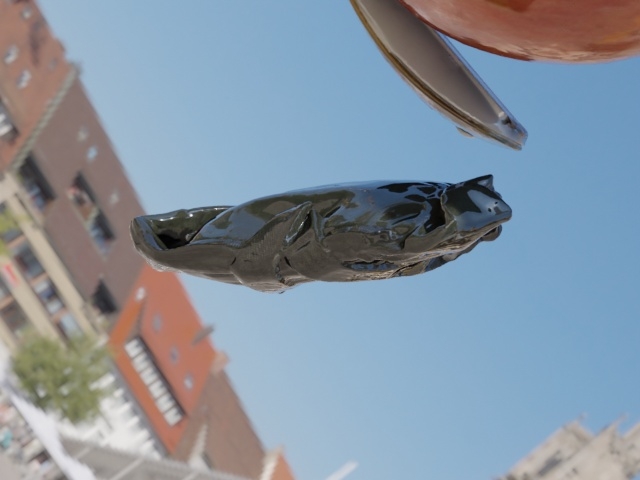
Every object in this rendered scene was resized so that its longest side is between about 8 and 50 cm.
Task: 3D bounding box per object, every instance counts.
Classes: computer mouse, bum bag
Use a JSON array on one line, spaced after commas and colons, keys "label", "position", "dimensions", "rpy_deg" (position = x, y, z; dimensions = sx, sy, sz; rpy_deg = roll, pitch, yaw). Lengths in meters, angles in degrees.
[{"label": "computer mouse", "position": [0.090, -0.166, 1.119], "dimensions": [0.245, 0.056, 0.126], "rpy_deg": [50, 13, 9]}, {"label": "bum bag", "position": [0.000, 0.000, 0.912], "dimensions": [0.326, 0.142, 0.079], "rpy_deg": [-4, -86, 35]}]

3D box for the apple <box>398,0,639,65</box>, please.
[{"label": "apple", "position": [0.202, -0.304, 0.917], "dimensions": [0.364, 0.364, 0.364], "rpy_deg": [49, -17, 20]}]
